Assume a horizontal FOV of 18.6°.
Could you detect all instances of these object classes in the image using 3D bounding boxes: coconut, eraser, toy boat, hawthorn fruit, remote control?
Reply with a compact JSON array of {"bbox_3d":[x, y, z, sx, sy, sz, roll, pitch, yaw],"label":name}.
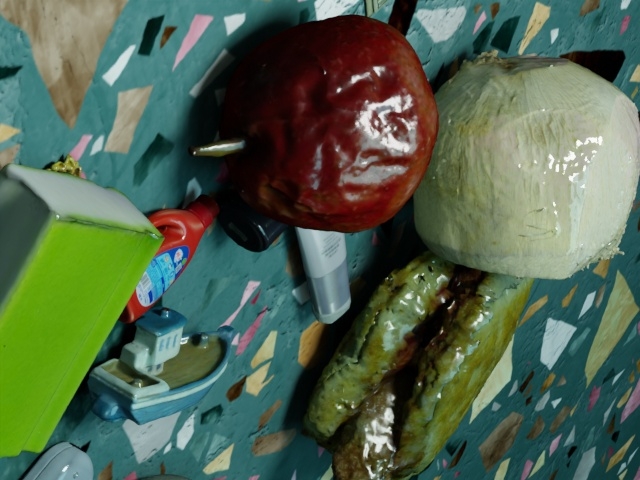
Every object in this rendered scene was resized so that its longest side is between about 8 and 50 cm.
[{"bbox_3d":[0.256,-0.102,2.421,0.297,0.297,0.254,-15,114,-55],"label":"coconut"},{"bbox_3d":[-0.279,0.072,1.853,0.274,0.092,0.210,-60,154,10],"label":"eraser"},{"bbox_3d":[-0.165,0.127,2.128,0.215,0.088,0.102,-17,127,-52],"label":"toy boat"},{"bbox_3d":[-0.020,-0.112,2.036,0.266,0.210,0.230,-14,115,-23],"label":"hawthorn fruit"},{"bbox_3d":[-0.325,0.319,2.083,0.244,0.047,0.087,-52,149,-20],"label":"remote control"}]

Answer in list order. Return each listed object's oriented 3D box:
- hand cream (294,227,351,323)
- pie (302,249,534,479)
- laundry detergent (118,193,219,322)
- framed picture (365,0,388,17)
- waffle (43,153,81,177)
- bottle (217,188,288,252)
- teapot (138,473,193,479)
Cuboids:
[{"bbox_3d":[0.000,0.000,2.333,0.079,0.048,0.255,-44,148,-27],"label":"hand cream"},{"bbox_3d":[0.147,0.151,2.614,0.395,0.180,0.418,-60,166,12],"label":"pie"},{"bbox_3d":[-0.168,0.006,2.053,0.165,0.049,0.097,-48,147,-29],"label":"laundry detergent"},{"bbox_3d":[0.106,-0.391,2.174,0.197,0.014,0.252,-45,150,-27],"label":"framed picture"},{"bbox_3d":[-0.258,-0.037,1.884,0.078,0.016,0.085,-38,145,-30],"label":"waffle"},{"bbox_3d":[-0.012,-0.091,2.193,0.244,0.072,0.082,-47,-169,-27],"label":"bottle"},{"bbox_3d":[-0.187,0.371,2.281,0.294,0.129,0.193,-39,146,-36],"label":"teapot"}]
